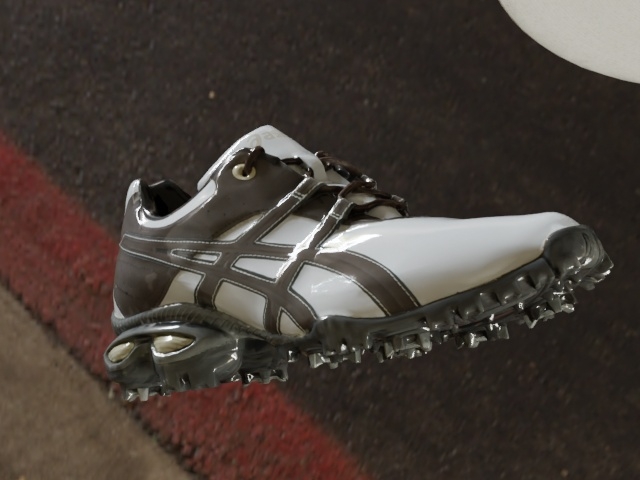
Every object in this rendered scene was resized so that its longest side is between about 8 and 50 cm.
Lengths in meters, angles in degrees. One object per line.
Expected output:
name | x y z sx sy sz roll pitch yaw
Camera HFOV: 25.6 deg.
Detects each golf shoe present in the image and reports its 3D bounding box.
golf shoe | 0.000 0.000 0.486 0.077 0.198 0.094 5 76 -58

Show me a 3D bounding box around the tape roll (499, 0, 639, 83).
tape roll | 0.267 -0.199 0.684 0.392 0.392 0.072 1 64 -15
